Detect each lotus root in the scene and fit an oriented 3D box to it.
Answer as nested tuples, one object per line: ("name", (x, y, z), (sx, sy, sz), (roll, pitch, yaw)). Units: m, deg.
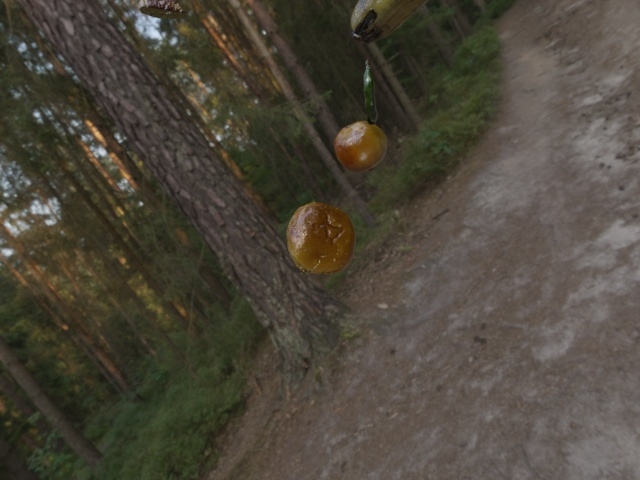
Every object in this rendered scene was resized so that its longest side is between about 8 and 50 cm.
("lotus root", (0.170, -0.541, 1.042), (0.258, 0.110, 0.097), (-27, 51, 39))

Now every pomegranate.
("pomegranate", (0.205, -0.464, 2.326), (0.264, 0.264, 0.264), (-34, 10, 7))

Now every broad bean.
("broad bean", (0.200, -0.556, 1.851), (0.049, 0.292, 0.144), (-2, 51, 9))

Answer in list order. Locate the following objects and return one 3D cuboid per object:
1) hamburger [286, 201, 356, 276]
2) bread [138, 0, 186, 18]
("hamburger", (0.000, 0.000, 1.909), (0.170, 0.290, 0.314), (133, 144, -63))
("bread", (-0.537, -0.766, 1.525), (0.136, 0.154, 0.054), (-45, -5, -42))
